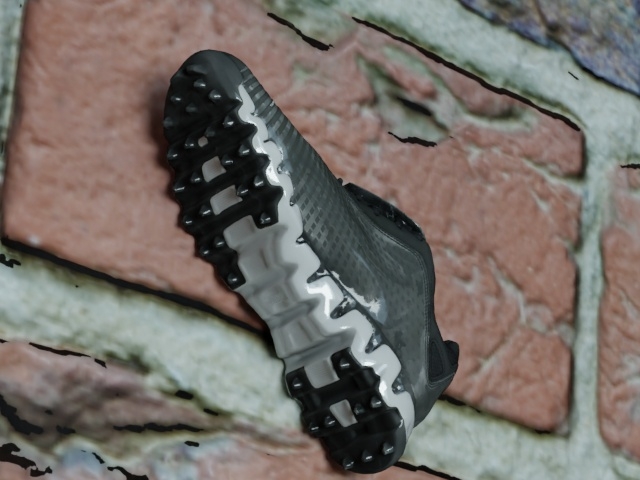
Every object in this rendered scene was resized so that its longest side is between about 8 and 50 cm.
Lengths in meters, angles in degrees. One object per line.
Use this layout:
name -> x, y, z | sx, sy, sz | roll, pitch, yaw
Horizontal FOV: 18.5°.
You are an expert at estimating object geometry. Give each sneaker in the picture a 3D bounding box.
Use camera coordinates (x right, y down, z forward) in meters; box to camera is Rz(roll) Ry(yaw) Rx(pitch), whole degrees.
sneaker -> 0.000, 0.000, 1.033 | 0.106, 0.078, 0.234 | -32, 96, -45
